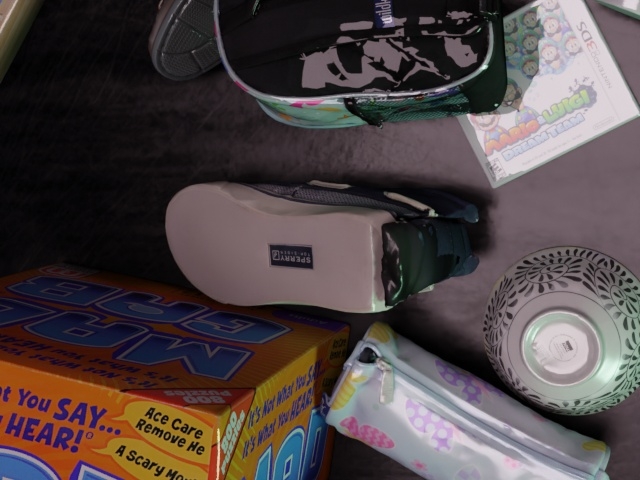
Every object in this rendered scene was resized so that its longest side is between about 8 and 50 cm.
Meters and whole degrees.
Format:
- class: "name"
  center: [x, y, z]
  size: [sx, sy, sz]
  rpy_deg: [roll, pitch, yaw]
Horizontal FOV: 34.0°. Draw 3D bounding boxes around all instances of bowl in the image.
- class: "bowl"
  center: [0.232, 0.094, 0.995]
  size: [0.170, 0.080, 0.170]
  rpy_deg: [2, 97, 18]

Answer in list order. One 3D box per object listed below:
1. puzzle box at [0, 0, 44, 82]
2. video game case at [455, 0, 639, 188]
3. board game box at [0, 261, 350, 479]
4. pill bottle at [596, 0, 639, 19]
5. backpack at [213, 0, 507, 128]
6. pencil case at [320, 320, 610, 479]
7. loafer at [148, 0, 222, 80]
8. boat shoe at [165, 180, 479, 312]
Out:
- class: "puzzle box"
  center: [-0.379, -0.404, 1.142]
  size: [0.272, 0.052, 0.409]
  rpy_deg: [36, 107, 11]
- class: "video game case"
  center: [0.203, -0.147, 1.003]
  size: [0.157, 0.019, 0.143]
  rpy_deg: [-27, 88, 20]
- class: "board game box"
  center: [-0.209, 0.248, 1.014]
  size: [0.356, 0.356, 0.356]
  rpy_deg: [11, 100, 16]
- class: "pill bottle"
  center: [0.305, -0.279, 0.912]
  size: [0.094, 0.094, 0.169]
  rpy_deg: [26, 105, 13]
- class: "backpack"
  center: [0.037, -0.210, 0.951]
  size: [0.253, 0.191, 0.225]
  rpy_deg: [-5, 79, 12]
- class: "pencil case"
  center: [0.140, 0.184, 1.013]
  size: [0.273, 0.113, 0.124]
  rpy_deg: [29, 143, 9]
- class: "loafer"
  center: [-0.087, -0.283, 1.056]
  size: [0.267, 0.096, 0.084]
  rpy_deg: [-50, 47, 14]
- class: "boat shoe"
  center: [0.000, 0.000, 1.048]
  size: [0.340, 0.158, 0.127]
  rpy_deg: [12, 108, 45]
